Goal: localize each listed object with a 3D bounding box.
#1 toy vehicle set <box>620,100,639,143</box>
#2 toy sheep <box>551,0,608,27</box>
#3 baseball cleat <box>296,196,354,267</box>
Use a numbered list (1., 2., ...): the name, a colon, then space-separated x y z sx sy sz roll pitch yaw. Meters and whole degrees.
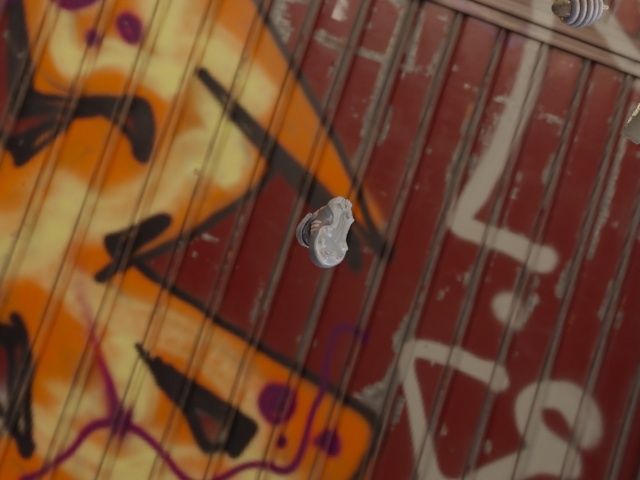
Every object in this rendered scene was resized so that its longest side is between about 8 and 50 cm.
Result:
1. toy vehicle set: 0.581 -0.286 1.424 0.267 0.035 0.166 -51 174 -26
2. toy sheep: 0.531 -0.477 1.848 0.091 0.132 0.091 170 -90 -72
3. baseball cleat: 0.000 0.000 1.580 0.109 0.072 0.206 -28 -164 28
